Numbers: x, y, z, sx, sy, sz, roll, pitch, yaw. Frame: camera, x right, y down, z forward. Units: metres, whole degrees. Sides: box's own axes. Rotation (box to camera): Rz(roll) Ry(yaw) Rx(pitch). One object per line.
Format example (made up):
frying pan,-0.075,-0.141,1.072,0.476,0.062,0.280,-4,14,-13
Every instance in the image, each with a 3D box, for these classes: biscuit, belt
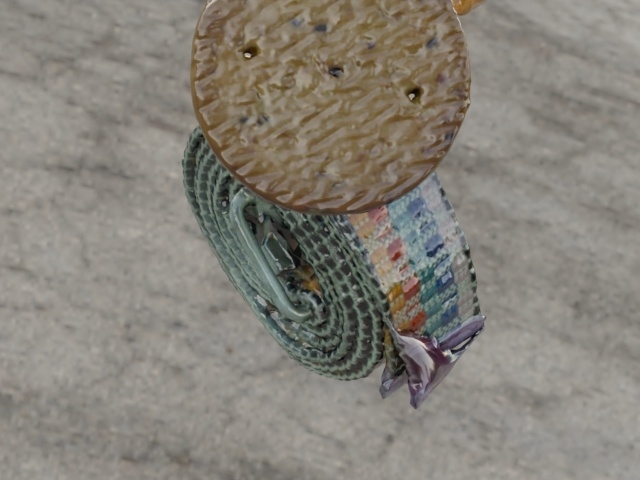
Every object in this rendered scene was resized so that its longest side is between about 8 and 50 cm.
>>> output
biscuit,0.008,-0.109,0.903,0.187,0.188,0.027,13,1,-7
belt,0.000,0.000,1.217,0.160,0.295,0.206,-36,16,-35

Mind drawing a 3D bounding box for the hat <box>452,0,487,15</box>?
hat,0.155,-0.308,1.481,0.244,0.233,0.233,2,9,10
